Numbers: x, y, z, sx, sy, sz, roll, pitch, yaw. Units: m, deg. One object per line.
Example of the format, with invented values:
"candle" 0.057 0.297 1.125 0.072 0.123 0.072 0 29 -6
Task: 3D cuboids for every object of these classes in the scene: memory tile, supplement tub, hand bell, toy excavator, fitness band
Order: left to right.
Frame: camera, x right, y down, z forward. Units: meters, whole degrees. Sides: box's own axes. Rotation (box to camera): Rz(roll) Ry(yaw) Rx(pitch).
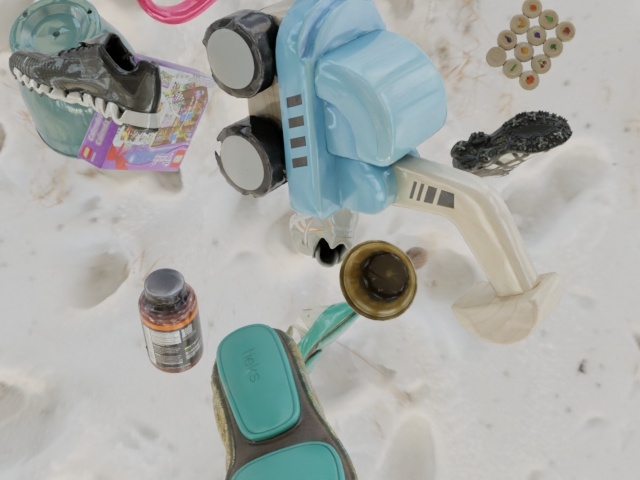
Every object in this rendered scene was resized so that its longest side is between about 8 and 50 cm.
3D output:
"supplement tub" -0.265 0.139 1.584 0.106 0.106 0.198 -6 135 -7
"fitness band" -0.260 -0.572 1.824 0.291 0.209 0.054 -43 58 -5
"toy excavator" 0.095 -0.104 1.164 0.222 0.445 0.433 -34 129 -42
"hand bell" 0.133 0.040 1.454 0.126 0.242 0.126 5 102 23
"memory tile" 0.378 -0.354 1.606 0.113 0.012 0.148 36 90 1

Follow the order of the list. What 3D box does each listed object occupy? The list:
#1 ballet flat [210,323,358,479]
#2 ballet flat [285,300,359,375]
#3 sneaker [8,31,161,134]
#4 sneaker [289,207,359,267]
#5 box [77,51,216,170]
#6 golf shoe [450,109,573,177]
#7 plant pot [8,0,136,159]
"ballet flat" -0.028 0.209 0.785 0.123 0.348 0.123 -6 121 -10
"ballet flat" -0.017 0.171 1.605 0.087 0.083 0.247 46 119 14
"sneaker" -0.294 -0.221 1.141 0.234 0.078 0.106 23 108 19
"sneaker" 0.000 0.000 1.636 0.099 0.262 0.121 10 71 -13
"box" -0.307 -0.228 1.630 0.057 0.293 0.201 29 101 14
"golf shoe" 0.313 -0.153 1.470 0.198 0.094 0.077 -14 69 8
"plant pot" -0.495 -0.345 1.814 0.271 0.255 0.272 -3 63 5
